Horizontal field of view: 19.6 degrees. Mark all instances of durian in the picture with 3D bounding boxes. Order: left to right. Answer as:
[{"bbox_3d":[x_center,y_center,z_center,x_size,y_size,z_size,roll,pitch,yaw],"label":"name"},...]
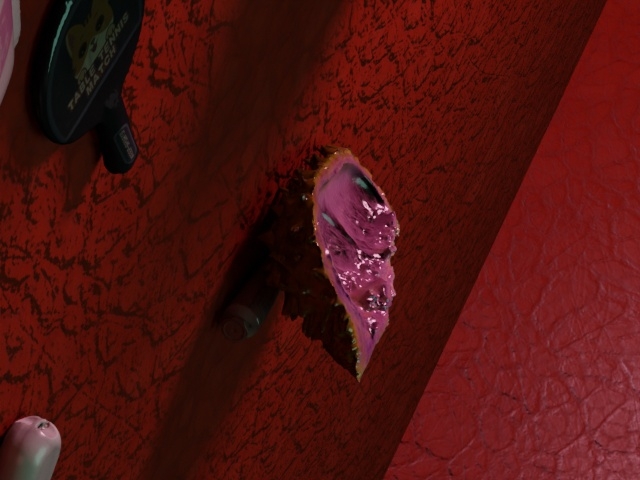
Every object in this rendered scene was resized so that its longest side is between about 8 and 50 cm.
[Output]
[{"bbox_3d":[0.001,-0.001,2.067,0.112,0.191,0.341,-26,-153,24],"label":"durian"}]

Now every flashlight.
[{"bbox_3d":[-0.262,0.241,1.553,0.200,0.047,0.093,-70,167,12],"label":"flashlight"}]

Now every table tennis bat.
[{"bbox_3d":[-0.167,-0.124,1.390,0.236,0.027,0.150,83,31,-60],"label":"table tennis bat"}]

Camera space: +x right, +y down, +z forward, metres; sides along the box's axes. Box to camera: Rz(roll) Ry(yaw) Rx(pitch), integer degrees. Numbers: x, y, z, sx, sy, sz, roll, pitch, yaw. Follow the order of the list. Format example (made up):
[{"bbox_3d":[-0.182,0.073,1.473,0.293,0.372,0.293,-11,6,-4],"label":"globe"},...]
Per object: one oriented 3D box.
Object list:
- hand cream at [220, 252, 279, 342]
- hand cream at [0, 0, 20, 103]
[{"bbox_3d":[-0.062,0.050,2.080,0.210,0.043,0.067,-56,161,-58],"label":"hand cream"},{"bbox_3d":[-0.243,-0.047,1.034,0.185,0.118,0.359,94,15,-55],"label":"hand cream"}]
